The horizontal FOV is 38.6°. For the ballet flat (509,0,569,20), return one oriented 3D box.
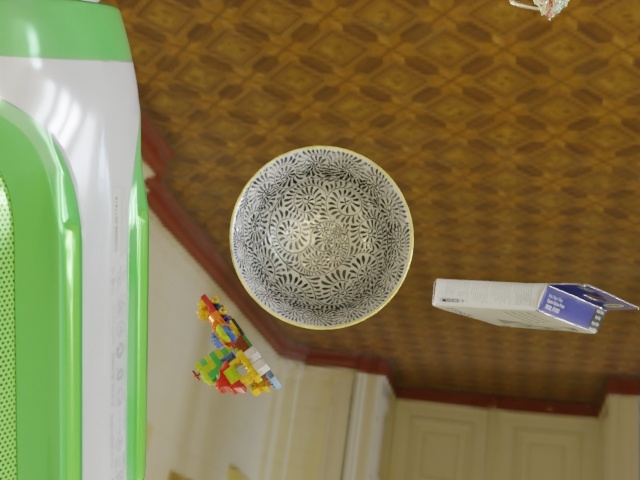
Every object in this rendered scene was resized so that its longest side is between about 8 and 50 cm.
[{"bbox_3d":[0.356,-0.476,1.674,0.091,0.077,0.241,5,-151,-42],"label":"ballet flat"}]

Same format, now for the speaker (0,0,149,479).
[{"bbox_3d":[-0.144,0.045,0.405,0.131,0.297,0.131,3,-169,0],"label":"speaker"}]

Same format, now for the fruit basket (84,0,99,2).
[{"bbox_3d":[-0.132,-0.335,0.650,0.165,0.353,0.327,44,-169,0],"label":"fruit basket"}]

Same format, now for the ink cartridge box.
[{"bbox_3d":[0.311,0.097,1.311,0.224,0.045,0.223,-1,167,39],"label":"ink cartridge box"}]

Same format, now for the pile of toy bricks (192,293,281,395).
[{"bbox_3d":[-0.156,0.192,1.460,0.212,0.105,0.118,47,169,44],"label":"pile of toy bricks"}]

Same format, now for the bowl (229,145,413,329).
[{"bbox_3d":[0.000,0.000,0.874,0.170,0.170,0.080,9,175,-1],"label":"bowl"}]
